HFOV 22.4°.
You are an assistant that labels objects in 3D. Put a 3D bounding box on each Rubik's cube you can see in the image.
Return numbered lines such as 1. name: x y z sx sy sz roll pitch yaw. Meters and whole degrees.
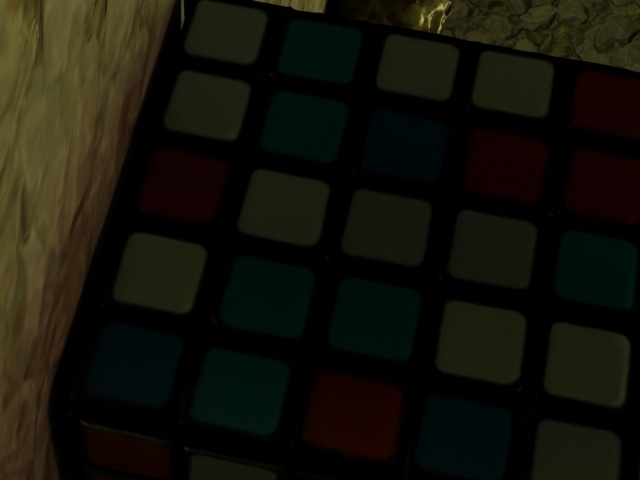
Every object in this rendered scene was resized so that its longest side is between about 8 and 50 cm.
1. Rubik's cube: 0.019 0.044 0.596 0.184 0.187 0.182 93 8 -56

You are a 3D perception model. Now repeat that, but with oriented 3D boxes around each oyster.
1. oyster: 0.043 -0.191 1.347 0.166 0.094 0.294 124 -25 -45
